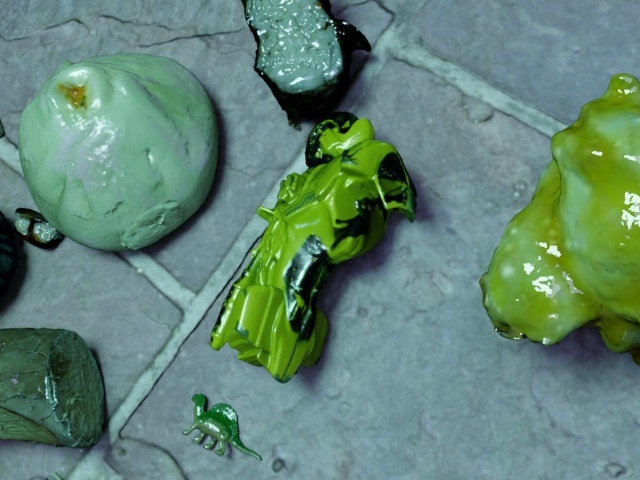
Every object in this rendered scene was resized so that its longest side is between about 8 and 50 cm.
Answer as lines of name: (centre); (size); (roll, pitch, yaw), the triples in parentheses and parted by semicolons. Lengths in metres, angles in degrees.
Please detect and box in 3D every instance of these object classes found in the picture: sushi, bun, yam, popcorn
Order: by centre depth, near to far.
popcorn: (0.345, 0.004, 0.579); (0.320, 0.326, 0.290); (20, 118, 0)
yam: (-0.404, 0.188, 0.813); (0.254, 0.154, 0.154); (-2, 76, 18)
bun: (-0.288, -0.139, 0.839); (0.292, 0.187, 0.294); (-3, 78, 12)
sushi: (-0.019, -0.275, 0.841); (0.147, 0.115, 0.213); (-24, 73, 11)
sushi: (-0.417, -0.016, 0.925); (0.083, 0.044, 0.046); (20, 104, 20)

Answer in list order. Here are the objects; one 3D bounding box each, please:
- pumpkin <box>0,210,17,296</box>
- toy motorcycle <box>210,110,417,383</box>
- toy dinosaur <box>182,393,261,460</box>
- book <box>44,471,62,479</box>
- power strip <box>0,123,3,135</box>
pumpkin: (-0.530, 0.025, 0.888); (0.194, 0.150, 0.194); (-13, 51, 17)
toy motorcycle: (0.002, 0.001, 0.756); (0.206, 0.142, 0.343); (17, 79, 56)
toy dinosaur: (-0.123, 0.239, 0.789); (0.119, 0.029, 0.060); (22, 66, 16)
book: (-0.326, 0.406, 0.804); (0.181, 0.014, 0.127); (34, 87, 19)
power strip: (-0.577, -0.224, 1.017); (0.079, 0.029, 0.227); (-29, 71, 4)
